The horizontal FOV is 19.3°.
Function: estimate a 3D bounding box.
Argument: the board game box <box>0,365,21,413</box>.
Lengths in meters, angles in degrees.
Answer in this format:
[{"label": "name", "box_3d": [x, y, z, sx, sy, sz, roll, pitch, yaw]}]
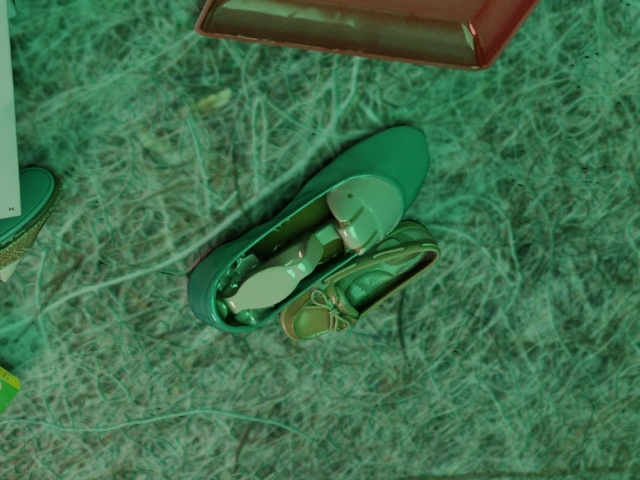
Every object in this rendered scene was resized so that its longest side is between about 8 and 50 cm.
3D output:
[{"label": "board game box", "box_3d": [-0.379, 0.177, 1.586, 0.124, 0.039, 0.259, 38, 102, -26]}]

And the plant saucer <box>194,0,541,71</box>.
[{"label": "plant saucer", "box_3d": [0.057, -0.228, 1.443, 0.258, 0.048, 0.259, 5, 153, -17]}]

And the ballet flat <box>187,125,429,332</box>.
[{"label": "ballet flat", "box_3d": [0.000, 0.000, 1.576, 0.247, 0.087, 0.083, -36, 117, 3]}]

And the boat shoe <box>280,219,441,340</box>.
[{"label": "boat shoe", "box_3d": [0.034, 0.040, 1.625, 0.153, 0.048, 0.056, -31, 118, 0]}]

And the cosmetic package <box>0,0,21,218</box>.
[{"label": "cosmetic package", "box_3d": [-0.263, -0.134, 1.388, 0.060, 0.099, 0.239, -11, 133, -16]}]

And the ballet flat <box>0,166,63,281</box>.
[{"label": "ballet flat", "box_3d": [-0.290, 0.018, 1.518, 0.206, 0.073, 0.067, -34, 141, -10]}]

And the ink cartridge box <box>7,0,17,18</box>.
[{"label": "ink cartridge box", "box_3d": [-0.362, -0.224, 1.401, 0.208, 0.045, 0.206, -23, 118, -5]}]
